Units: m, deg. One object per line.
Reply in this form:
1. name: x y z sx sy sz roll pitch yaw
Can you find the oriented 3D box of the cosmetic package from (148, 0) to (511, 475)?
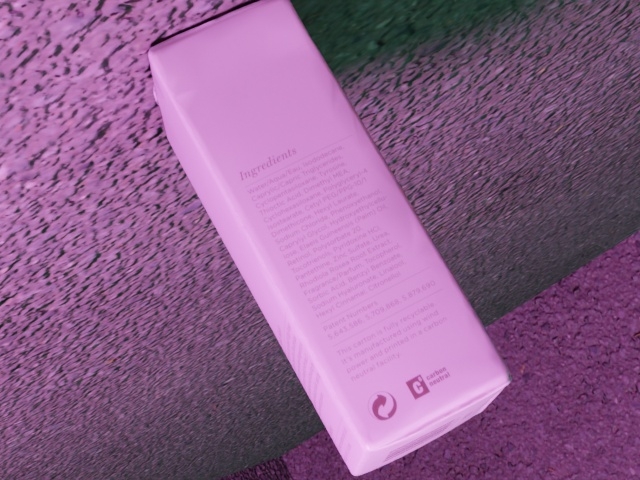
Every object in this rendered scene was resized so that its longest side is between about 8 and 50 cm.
1. cosmetic package: 0.000 0.000 0.634 0.086 0.231 0.117 -26 166 -10
